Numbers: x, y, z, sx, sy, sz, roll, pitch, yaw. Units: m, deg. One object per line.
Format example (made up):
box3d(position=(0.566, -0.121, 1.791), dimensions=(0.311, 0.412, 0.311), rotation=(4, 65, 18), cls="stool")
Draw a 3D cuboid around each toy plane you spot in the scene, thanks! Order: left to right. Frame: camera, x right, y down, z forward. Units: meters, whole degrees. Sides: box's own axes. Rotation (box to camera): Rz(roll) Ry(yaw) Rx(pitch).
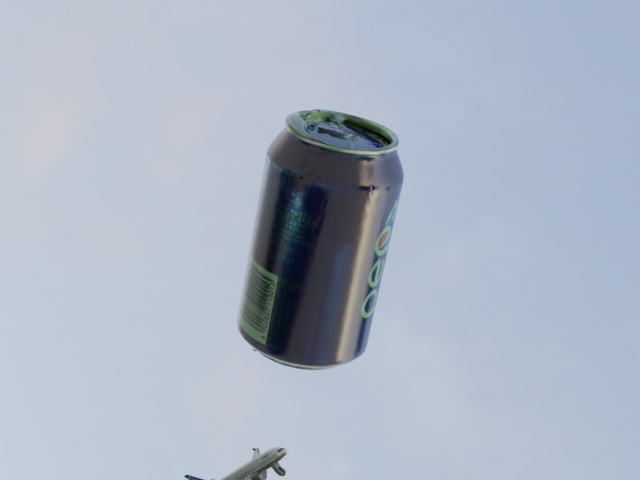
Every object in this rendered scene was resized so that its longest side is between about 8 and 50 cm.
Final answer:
box3d(position=(-0.049, 0.148, 0.800), dimensions=(0.084, 0.078, 0.024), rotation=(-22, -76, 32), cls="toy plane")

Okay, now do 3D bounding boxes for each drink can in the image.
box3d(position=(0.000, 0.000, 1.064), dimensions=(0.118, 0.118, 0.205), rotation=(27, -62, 31), cls="drink can")
